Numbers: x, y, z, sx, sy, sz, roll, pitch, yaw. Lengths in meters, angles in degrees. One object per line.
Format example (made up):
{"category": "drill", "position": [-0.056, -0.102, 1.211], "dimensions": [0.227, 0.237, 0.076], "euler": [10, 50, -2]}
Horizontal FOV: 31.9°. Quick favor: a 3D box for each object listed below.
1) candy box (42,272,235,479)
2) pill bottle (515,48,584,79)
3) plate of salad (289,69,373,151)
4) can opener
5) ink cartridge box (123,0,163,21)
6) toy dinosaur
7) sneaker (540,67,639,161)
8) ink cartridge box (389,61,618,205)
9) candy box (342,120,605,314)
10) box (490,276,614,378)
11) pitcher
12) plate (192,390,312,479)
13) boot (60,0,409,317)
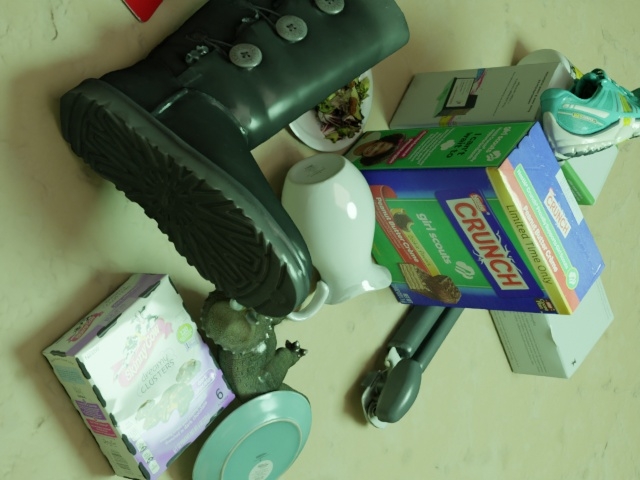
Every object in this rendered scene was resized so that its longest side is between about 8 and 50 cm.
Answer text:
{"category": "candy box", "position": [-0.215, 0.163, 1.351], "dimensions": [0.165, 0.070, 0.196], "euler": [-44, 120, -36]}
{"category": "pill bottle", "position": [0.433, -0.239, 1.974], "dimensions": [0.208, 0.119, 0.119], "euler": [29, 70, -42]}
{"category": "plate of salad", "position": [0.015, -0.227, 1.600], "dimensions": [0.200, 0.048, 0.200], "euler": [1, 89, -46]}
{"category": "can opener", "position": [0.156, 0.172, 1.711], "dimensions": [0.283, 0.095, 0.076], "euler": [-52, 125, -32]}
{"category": "ink cartridge box", "position": [-0.194, -0.462, 1.329], "dimensions": [0.309, 0.130, 0.272], "euler": [50, 58, -34]}
{"category": "toy dinosaur", "position": [-0.086, 0.141, 1.453], "dimensions": [0.160, 0.121, 0.313], "euler": [-52, 149, -44]}
{"category": "sneaker", "position": [0.404, -0.189, 1.566], "dimensions": [0.275, 0.107, 0.110], "euler": [-20, 96, -42]}
{"category": "ink cartridge box", "position": [0.275, -0.158, 1.703], "dimensions": [0.201, 0.278, 0.117], "euler": [45, 63, -36]}
{"category": "candy box", "position": [0.206, -0.029, 1.602], "dimensions": [0.122, 0.317, 0.268], "euler": [-51, 124, -32]}
{"category": "box", "position": [0.398, 0.113, 1.940], "dimensions": [0.182, 0.119, 0.181], "euler": [-42, 119, -37]}
{"category": "pitcher", "position": [0.000, 0.000, 1.547], "dimensions": [0.178, 0.125, 0.207], "euler": [-33, 125, -24]}
{"category": "plate", "position": [-0.081, 0.277, 1.457], "dimensions": [0.188, 0.024, 0.188], "euler": [-26, 136, -28]}
{"category": "boot", "position": [-0.036, -0.160, 1.385], "dimensions": [0.367, 0.146, 0.445], "euler": [44, 51, 6]}
